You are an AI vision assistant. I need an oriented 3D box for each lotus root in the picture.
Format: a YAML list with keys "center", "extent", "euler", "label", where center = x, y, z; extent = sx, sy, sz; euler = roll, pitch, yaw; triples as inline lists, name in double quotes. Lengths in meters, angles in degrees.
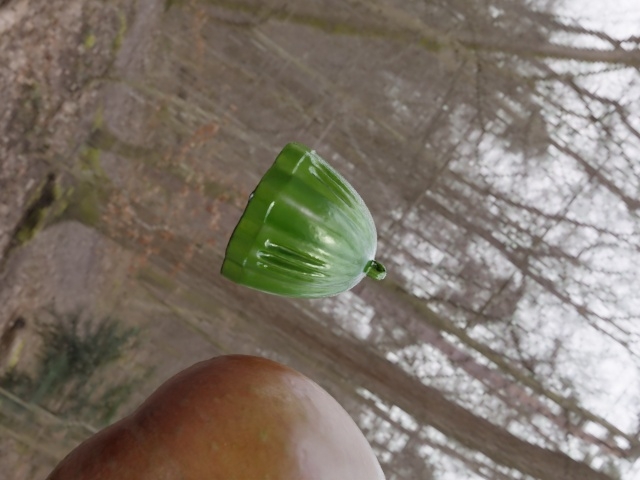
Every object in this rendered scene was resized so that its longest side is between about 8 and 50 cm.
- center: [0.000, 0.000, 1.186]
  extent: [0.186, 0.186, 0.186]
  euler: [-49, -164, 19]
  label: "lotus root"

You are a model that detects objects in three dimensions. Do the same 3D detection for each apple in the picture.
- center: [-0.092, 0.287, 0.983]
  extent: [0.338, 0.305, 0.338]
  euler: [-35, 173, -5]
  label: "apple"
